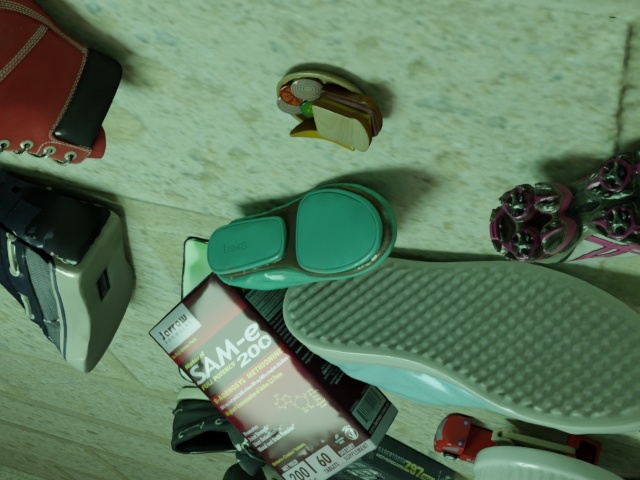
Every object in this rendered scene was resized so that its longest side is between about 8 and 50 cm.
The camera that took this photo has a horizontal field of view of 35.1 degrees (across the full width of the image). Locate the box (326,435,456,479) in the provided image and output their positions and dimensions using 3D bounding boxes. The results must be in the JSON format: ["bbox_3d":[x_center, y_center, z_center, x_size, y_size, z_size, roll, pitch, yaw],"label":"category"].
[{"bbox_3d":[0.073,0.365,1.620,0.183,0.059,0.233,32,153,-24],"label":"box"}]

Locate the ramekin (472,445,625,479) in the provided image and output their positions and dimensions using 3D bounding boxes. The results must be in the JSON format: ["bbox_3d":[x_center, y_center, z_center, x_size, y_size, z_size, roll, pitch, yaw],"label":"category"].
[{"bbox_3d":[0.276,0.339,1.227,0.207,0.109,0.207,17,156,8],"label":"ramekin"}]

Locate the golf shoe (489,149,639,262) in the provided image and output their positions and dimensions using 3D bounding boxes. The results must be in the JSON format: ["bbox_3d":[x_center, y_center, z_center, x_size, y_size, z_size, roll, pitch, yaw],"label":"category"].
[{"bbox_3d":[0.213,-0.022,0.702,0.086,0.067,0.186,5,171,-43],"label":"golf shoe"}]

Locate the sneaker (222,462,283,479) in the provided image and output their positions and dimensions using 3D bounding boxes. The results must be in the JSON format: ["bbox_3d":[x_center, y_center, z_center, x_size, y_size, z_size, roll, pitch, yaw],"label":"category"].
[{"bbox_3d":[-0.039,0.482,1.895,0.146,0.122,0.330,-12,154,40],"label":"sneaker"}]

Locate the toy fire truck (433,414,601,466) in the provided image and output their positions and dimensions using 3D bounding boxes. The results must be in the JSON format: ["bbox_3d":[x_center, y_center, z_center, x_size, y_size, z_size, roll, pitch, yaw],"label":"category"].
[{"bbox_3d":[0.245,0.264,1.285,0.192,0.047,0.135,17,156,6],"label":"toy fire truck"}]

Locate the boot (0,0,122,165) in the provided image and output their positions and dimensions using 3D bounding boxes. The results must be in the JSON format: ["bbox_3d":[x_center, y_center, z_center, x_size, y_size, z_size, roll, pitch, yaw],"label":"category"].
[{"bbox_3d":[-0.268,-0.069,0.769,0.176,0.244,0.088,37,-174,-36],"label":"boot"}]

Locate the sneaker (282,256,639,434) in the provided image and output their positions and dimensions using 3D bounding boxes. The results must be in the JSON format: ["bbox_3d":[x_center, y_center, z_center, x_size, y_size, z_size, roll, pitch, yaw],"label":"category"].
[{"bbox_3d":[0.150,0.097,0.929,0.366,0.135,0.150,15,165,33],"label":"sneaker"}]

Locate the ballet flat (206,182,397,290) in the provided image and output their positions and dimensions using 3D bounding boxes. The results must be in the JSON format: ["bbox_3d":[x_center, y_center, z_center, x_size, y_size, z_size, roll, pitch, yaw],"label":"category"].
[{"bbox_3d":[0.000,0.000,0.901,0.087,0.083,0.247,8,169,-40],"label":"ballet flat"}]

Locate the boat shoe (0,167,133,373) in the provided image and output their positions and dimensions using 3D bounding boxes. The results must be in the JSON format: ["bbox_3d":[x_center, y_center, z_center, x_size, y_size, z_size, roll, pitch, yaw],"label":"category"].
[{"bbox_3d":[-0.315,0.035,1.170,0.158,0.127,0.340,25,149,4],"label":"boat shoe"}]

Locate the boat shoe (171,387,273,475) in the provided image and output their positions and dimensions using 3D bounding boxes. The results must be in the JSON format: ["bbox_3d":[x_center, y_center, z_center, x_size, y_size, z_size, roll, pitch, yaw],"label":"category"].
[{"bbox_3d":[-0.107,0.305,1.564,0.340,0.113,0.127,3,151,33],"label":"boat shoe"}]

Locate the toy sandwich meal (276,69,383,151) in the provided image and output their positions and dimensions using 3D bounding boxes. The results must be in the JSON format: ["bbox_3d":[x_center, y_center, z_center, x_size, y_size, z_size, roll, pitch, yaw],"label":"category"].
[{"bbox_3d":[0.004,-0.092,0.739,0.086,0.029,0.085,17,156,8],"label":"toy sandwich meal"}]

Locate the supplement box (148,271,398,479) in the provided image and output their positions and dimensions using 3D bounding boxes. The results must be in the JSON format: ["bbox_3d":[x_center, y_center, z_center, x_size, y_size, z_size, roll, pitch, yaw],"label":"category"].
[{"bbox_3d":[-0.049,0.137,1.053,0.239,0.073,0.130,47,124,-2],"label":"supplement box"}]

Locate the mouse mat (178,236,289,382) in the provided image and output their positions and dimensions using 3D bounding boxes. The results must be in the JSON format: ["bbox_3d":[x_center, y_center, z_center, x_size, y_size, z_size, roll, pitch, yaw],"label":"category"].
[{"bbox_3d":[-0.085,0.095,1.096,0.153,0.007,0.189,16,119,17],"label":"mouse mat"}]
